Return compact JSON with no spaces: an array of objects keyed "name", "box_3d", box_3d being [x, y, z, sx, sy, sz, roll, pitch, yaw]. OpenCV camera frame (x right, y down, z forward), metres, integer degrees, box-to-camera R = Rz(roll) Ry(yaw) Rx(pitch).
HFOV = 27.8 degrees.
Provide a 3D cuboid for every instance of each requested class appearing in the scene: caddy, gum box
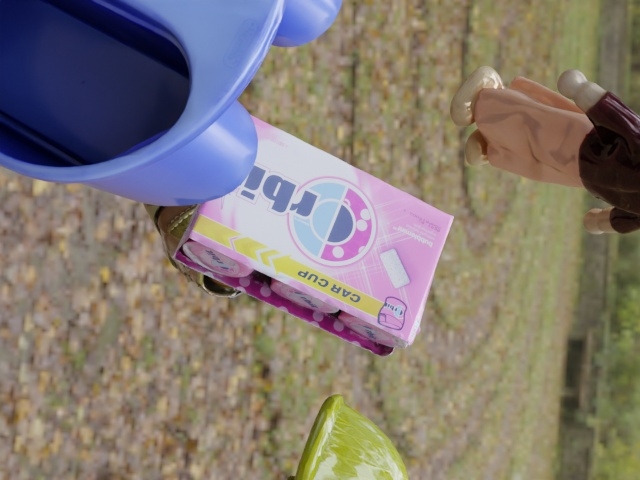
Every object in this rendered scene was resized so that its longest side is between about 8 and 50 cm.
[{"name":"caddy","box_3d":[-0.154,-0.167,0.775,0.241,0.341,0.179,-62,156,1]},{"name":"gum box","box_3d":[0.000,0.000,0.964,0.107,0.188,0.062,-68,-170,-22]}]

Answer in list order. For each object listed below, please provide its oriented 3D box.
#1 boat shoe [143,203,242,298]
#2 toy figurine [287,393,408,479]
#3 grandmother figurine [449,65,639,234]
[{"name":"boat shoe","box_3d":[-0.110,0.017,1.412,0.104,0.110,0.307,55,2,18]},{"name":"toy figurine","box_3d":[0.061,0.228,0.625,0.362,0.217,0.191,-57,144,-63]},{"name":"grandmother figurine","box_3d":[0.282,-0.086,1.290,0.104,0.342,0.208,-49,135,-13]}]
